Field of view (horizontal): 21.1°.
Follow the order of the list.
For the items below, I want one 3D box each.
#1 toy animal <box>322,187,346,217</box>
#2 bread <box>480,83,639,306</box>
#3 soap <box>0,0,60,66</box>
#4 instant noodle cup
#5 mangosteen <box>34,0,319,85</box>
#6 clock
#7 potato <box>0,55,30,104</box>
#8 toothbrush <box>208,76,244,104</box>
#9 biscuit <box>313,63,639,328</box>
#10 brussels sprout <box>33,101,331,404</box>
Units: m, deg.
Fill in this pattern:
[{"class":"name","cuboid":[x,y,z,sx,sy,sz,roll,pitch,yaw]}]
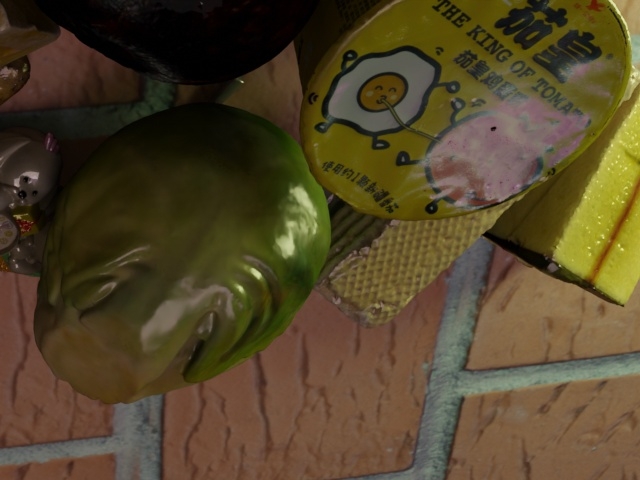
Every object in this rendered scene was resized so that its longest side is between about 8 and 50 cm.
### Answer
[{"class":"toy animal","cuboid":[-0.015,-0.011,1.975,0.324,0.090,0.195,-14,138,-7]},{"class":"bread","cuboid":[0.327,-0.073,2.063,0.168,0.163,0.264,30,90,-38]},{"class":"soap","cuboid":[-0.415,-0.165,1.605,0.315,0.091,0.199,-26,179,7]},{"class":"instant noodle cup","cuboid":[0.107,-0.216,1.669,0.326,0.254,0.325,-11,140,-9]},{"class":"mangosteen","cuboid":[-0.123,-0.287,1.523,0.300,0.300,0.300,-9,138,-9]},{"class":"clock","cuboid":[-0.324,-0.041,1.834,0.144,0.103,0.231,-12,138,7]},{"class":"potato","cuboid":[-0.330,-0.164,1.745,0.083,0.040,0.051,-32,124,15]},{"class":"toothbrush","cuboid":[-0.148,-0.113,1.879,0.014,0.017,0.194,19,125,-41]},{"class":"biscuit","cuboid":[0.164,-0.077,1.904,0.426,0.078,0.144,-42,137,7]},{"class":"brussels sprout","cuboid":[-0.135,0.020,1.784,0.344,0.268,0.344,-46,151,-35]}]
